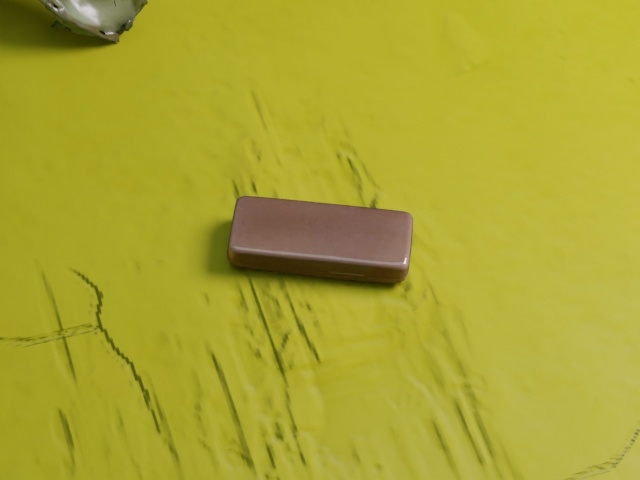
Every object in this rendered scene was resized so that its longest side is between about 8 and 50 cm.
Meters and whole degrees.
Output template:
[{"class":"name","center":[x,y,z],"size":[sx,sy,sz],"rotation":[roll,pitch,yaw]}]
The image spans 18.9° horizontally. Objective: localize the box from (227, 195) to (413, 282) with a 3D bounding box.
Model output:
[{"class":"box","center":[0.000,0.000,1.212],"size":[0.115,0.025,0.048],"rotation":[5,57,2]}]

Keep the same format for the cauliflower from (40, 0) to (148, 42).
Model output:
[{"class":"cauliflower","center":[-0.233,-0.299,1.294],"size":[0.327,0.260,0.281],"rotation":[-44,58,1]}]
